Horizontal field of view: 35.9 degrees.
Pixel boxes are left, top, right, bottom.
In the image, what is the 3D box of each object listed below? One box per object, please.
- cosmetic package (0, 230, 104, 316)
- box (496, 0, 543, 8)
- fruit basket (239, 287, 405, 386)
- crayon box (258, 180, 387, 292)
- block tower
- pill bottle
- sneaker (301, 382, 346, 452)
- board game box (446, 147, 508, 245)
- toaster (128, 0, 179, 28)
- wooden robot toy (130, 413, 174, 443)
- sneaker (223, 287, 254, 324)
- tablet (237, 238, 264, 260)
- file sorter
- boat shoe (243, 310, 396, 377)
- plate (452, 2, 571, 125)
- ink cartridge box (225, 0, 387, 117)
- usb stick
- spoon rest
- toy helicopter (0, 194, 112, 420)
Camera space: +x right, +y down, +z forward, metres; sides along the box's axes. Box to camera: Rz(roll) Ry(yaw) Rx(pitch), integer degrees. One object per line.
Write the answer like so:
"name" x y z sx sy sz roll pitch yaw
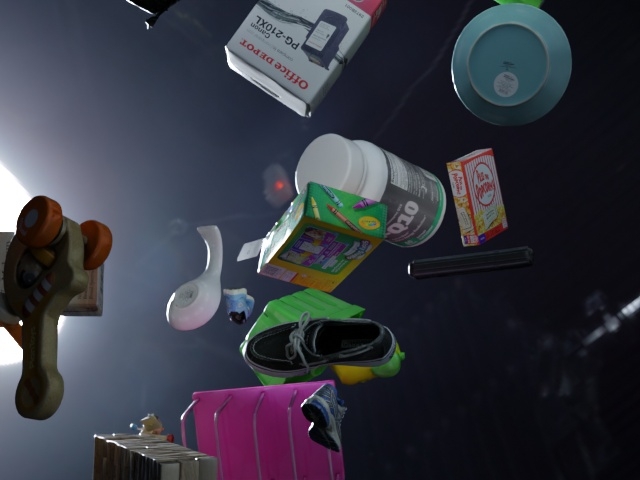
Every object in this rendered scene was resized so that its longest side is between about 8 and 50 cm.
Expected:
"cosmetic package" -0.568 0.065 1.889 0.129 0.296 0.153 118 151 -75
"box" 0.382 -0.615 1.986 0.262 0.231 0.127 33 167 4
"fruit basket" 0.026 0.299 2.643 0.392 0.283 0.392 29 -162 -11
"crayon box" 0.000 0.000 1.959 0.165 0.278 0.081 16 -121 -16
"block tower" -0.254 0.356 1.499 0.091 0.335 0.097 3 -93 -29
"pill bottle" 0.122 -0.120 2.377 0.361 0.204 0.204 20 -146 -44
"sneaker" 0.015 0.248 1.381 0.052 0.058 0.135 23 147 24
"board game box" 0.358 -0.100 2.245 0.147 0.045 0.193 -26 -74 -50
"toaster" -0.253 -0.439 1.496 0.168 0.185 0.110 26 -139 -57
"wooden robot toy" -0.308 0.372 1.863 0.076 0.173 0.079 2 -147 2
"sneaker" -0.187 0.154 2.204 0.162 0.063 0.073 65 -157 -74
"tablet" -0.176 0.023 2.481 0.006 0.083 0.054 38 -122 -28
"file sorter" -0.111 0.403 1.918 0.182 0.290 0.202 -51 -45 -83
"boat shoe" -0.015 0.196 1.877 0.105 0.306 0.113 50 -135 -58
"plate" 0.290 -0.269 1.518 0.188 0.188 0.024 52 -157 9
"ink cartridge box" -0.023 -0.354 1.654 0.172 0.237 0.100 34 175 3
"usb stick" 0.337 0.051 2.202 0.077 0.278 0.045 20 -117 -71
"spoon rest" -0.287 0.098 2.379 0.084 0.137 0.276 54 -140 -47
"toy helicopter" -0.460 0.119 1.575 0.140 0.235 0.355 31 -137 -48
